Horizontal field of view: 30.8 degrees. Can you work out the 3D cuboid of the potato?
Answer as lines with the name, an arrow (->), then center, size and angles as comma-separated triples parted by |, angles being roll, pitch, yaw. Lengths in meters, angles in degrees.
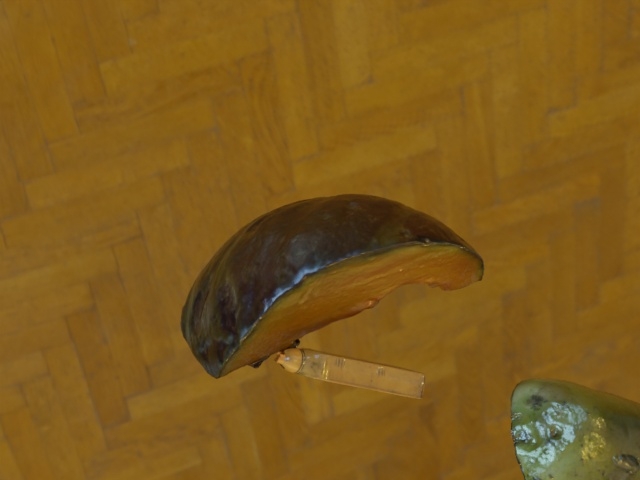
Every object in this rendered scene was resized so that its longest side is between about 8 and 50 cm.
potato -> 0.343, 0.242, 1.318 | 0.272, 0.160, 0.111 | 25, 146, -34

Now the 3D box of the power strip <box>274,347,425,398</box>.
power strip -> 0.031, 0.133, 1.176 | 0.178, 0.049, 0.028 | 14, 87, -30

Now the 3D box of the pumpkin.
pumpkin -> 0.000, 0.000, 1.181 | 0.312, 0.169, 0.148 | -17, 149, -14
